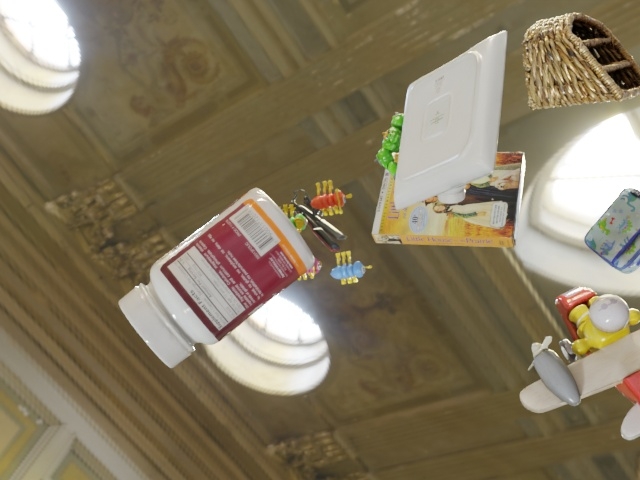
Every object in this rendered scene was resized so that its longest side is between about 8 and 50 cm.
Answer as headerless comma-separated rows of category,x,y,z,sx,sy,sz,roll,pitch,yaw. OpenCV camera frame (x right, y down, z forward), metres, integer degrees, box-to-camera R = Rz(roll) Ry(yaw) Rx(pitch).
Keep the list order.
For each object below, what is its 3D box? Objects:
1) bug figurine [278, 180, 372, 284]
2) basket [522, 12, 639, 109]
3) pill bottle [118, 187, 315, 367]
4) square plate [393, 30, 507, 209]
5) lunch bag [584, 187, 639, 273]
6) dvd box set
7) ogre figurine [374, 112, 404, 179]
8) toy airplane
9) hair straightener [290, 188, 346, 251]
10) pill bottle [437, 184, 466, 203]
bug figurine,0.000,0.000,2.122,0.072,0.216,0.279,-66,-39,-72
basket,0.630,-0.431,1.968,0.299,0.223,0.213,-20,-75,-53
pill bottle,-0.227,0.085,1.835,0.224,0.392,0.224,51,173,9
square plate,0.277,-0.268,1.894,0.049,0.347,0.344,18,-110,-27
lunch bag,0.873,-0.027,2.364,0.090,0.219,0.176,22,-158,-46
dvd box set,0.384,-0.128,2.504,0.062,0.420,0.307,60,-141,-53
ogre figurine,0.213,-0.239,2.119,0.097,0.118,0.197,-24,-45,-65
toy airplane,0.675,0.247,1.899,0.386,0.384,0.272,-56,-44,-37
hair straightener,-0.006,-0.072,2.322,0.047,0.089,0.230,-4,-138,-45
pill bottle,0.301,-0.161,1.954,0.078,0.078,0.137,-50,-41,-53
